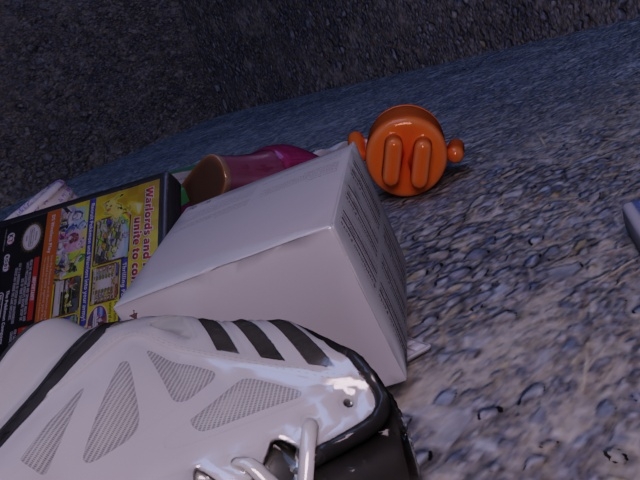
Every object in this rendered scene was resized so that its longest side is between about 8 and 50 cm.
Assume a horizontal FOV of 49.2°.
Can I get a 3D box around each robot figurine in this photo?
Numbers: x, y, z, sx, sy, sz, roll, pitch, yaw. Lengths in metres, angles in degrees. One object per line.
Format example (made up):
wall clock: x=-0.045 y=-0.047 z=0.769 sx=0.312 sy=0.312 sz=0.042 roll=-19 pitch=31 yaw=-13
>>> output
robot figurine: x=0.134 y=-0.147 z=1.110 sx=0.158 sy=0.128 sz=0.219 roll=-32 pitch=13 yaw=17

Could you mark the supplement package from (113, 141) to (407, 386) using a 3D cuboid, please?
supplement package: x=-0.036 y=0.038 z=0.631 sx=0.194 sy=0.149 sz=0.203 roll=-20 pitch=21 yaw=16

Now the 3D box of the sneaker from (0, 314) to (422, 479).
sneaker: x=-0.075 y=0.155 z=0.337 sx=0.258 sy=0.169 sz=0.447 roll=-10 pitch=25 yaw=5

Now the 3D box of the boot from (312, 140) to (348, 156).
boot: x=-0.003 y=-0.142 z=1.366 sx=0.086 sy=0.069 sz=0.190 roll=-17 pitch=8 yaw=31

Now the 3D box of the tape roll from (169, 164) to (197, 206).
tape roll: x=-0.358 y=-0.074 z=1.495 sx=0.322 sy=0.077 sz=0.321 roll=-17 pitch=17 yaw=5

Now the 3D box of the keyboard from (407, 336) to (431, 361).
keyboard: x=0.002 y=0.093 z=0.704 sx=0.072 sy=0.014 sz=0.256 roll=-28 pitch=19 yaw=-27

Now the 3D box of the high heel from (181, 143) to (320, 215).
high heel: x=-0.140 y=0.005 z=0.908 sx=0.181 sy=0.127 sz=0.377 roll=-5 pitch=-20 yaw=-43

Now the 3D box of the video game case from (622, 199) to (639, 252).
video game case: x=0.412 y=0.002 z=0.512 sx=0.300 sy=0.036 sz=0.329 roll=-14 pitch=18 yaw=17

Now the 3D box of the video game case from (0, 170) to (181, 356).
video game case: x=-0.253 y=0.082 z=0.686 sx=0.249 sy=0.035 sz=0.274 roll=-15 pitch=59 yaw=14

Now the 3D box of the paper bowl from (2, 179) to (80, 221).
paper bowl: x=-0.407 y=0.060 z=0.935 sx=0.284 sy=0.148 sz=0.284 roll=-35 pitch=20 yaw=15
